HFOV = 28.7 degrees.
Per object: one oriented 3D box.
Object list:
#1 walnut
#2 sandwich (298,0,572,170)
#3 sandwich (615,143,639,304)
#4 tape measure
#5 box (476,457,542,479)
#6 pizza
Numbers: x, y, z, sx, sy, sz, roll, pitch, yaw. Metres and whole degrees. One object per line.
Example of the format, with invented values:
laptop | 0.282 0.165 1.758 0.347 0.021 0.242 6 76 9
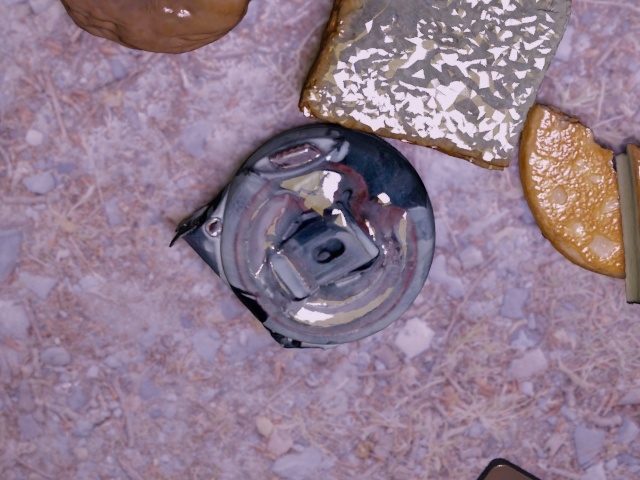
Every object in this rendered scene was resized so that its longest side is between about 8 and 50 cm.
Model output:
walnut | -0.177 -0.293 1.381 0.238 0.141 0.204 -28 111 12
sandwich | 0.143 -0.261 1.393 0.262 0.131 0.325 16 106 -4
sandwich | 0.468 -0.042 1.476 0.245 0.063 0.212 -9 97 -22
tape measure | 0.000 0.000 1.471 0.275 0.147 0.256 -38 105 13
box | 0.258 0.345 1.643 0.126 0.031 0.091 30 106 -10
pizza | 0.308 -0.055 1.497 0.127 0.058 0.246 -40 103 12
